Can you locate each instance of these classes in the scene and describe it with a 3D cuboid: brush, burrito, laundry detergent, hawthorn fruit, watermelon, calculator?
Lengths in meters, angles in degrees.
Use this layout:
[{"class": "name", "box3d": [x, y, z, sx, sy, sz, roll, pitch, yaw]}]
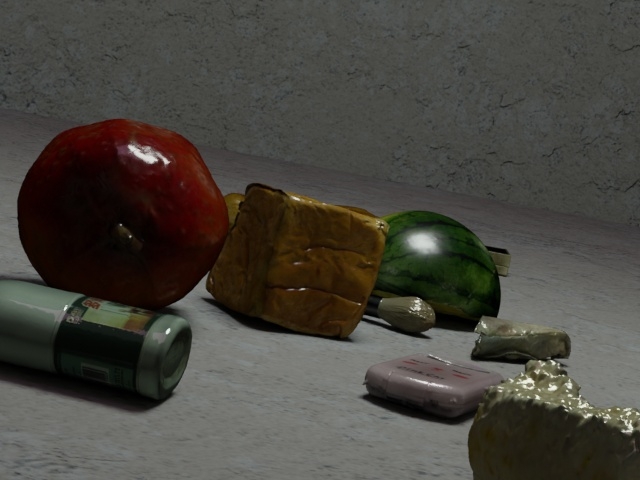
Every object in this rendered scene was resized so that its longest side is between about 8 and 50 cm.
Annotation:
[{"class": "brush", "box3d": [0.002, 0.062, 1.952, 0.299, 0.039, 0.042, 13, 46, 29]}, {"class": "burrito", "box3d": [0.220, 0.113, 1.861, 0.149, 0.041, 0.055, 7, 22, -33]}, {"class": "laundry detergent", "box3d": [-0.225, 0.074, 1.367, 0.225, 0.070, 0.099, 12, 16, 10]}, {"class": "hawthorn fruit", "box3d": [-0.200, -0.018, 1.656, 0.215, 0.215, 0.250, 10, 15, -10]}, {"class": "watermelon", "box3d": [0.132, 0.028, 2.056, 0.232, 0.127, 0.204, 14, 2, -30]}, {"class": "calculator", "box3d": [0.110, 0.135, 1.558, 0.100, 0.032, 0.175, 14, 7, 22]}]

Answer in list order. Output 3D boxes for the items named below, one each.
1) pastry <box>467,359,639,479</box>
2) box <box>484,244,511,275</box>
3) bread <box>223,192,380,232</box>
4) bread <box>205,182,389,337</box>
[{"class": "pastry", "box3d": [0.184, 0.155, 1.181, 0.089, 0.121, 0.258, 13, 5, -26]}, {"class": "box", "box3d": [0.255, 0.027, 2.594, 0.079, 0.035, 0.083, 12, 7, 0]}, {"class": "bread", "box3d": [0.001, -0.002, 2.250, 0.344, 0.084, 0.124, 6, 31, -37]}, {"class": "bread", "box3d": [-0.024, 0.020, 1.810, 0.149, 0.143, 0.158, 16, 5, -20]}]
